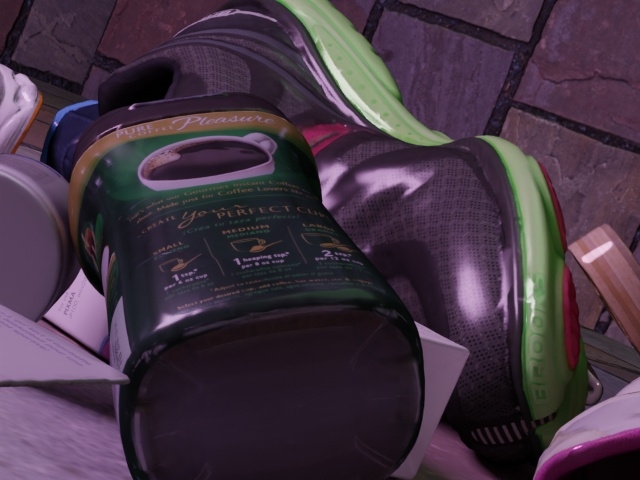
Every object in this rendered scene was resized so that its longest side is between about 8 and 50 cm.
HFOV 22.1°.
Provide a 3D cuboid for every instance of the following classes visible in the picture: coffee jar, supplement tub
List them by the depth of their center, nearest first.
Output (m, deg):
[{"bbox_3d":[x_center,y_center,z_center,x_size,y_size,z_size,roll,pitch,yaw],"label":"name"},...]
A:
[{"bbox_3d":[-0.033,0.013,0.566,0.096,0.079,0.184,-8,29,-10],"label":"coffee jar"},{"bbox_3d":[-0.130,0.001,0.642,0.071,0.071,0.107,23,3,-4],"label":"supplement tub"}]

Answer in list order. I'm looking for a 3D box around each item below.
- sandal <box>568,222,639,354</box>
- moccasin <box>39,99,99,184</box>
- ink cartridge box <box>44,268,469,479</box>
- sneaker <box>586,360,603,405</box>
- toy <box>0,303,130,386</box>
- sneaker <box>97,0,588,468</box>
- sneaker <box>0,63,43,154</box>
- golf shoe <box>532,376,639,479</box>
[{"bbox_3d":[0.172,0.112,0.797,0.240,0.079,0.088,57,6,1],"label":"sandal"},{"bbox_3d":[-0.041,-0.017,1.238,0.342,0.137,0.117,6,14,-23],"label":"moccasin"},{"bbox_3d":[-0.046,0.031,0.736,0.115,0.067,0.198,18,6,-45],"label":"ink cartridge box"},{"bbox_3d":[0.138,0.078,1.218,0.188,0.066,0.071,19,6,-37],"label":"sneaker"},{"bbox_3d":[-0.163,0.019,0.295,0.137,0.056,0.237,29,11,29],"label":"toy"},{"bbox_3d":[0.000,0.000,0.986,0.202,0.185,0.483,-22,33,-16],"label":"sneaker"},{"bbox_3d":[-0.305,-0.137,1.217,0.121,0.099,0.262,37,-7,-37],"label":"sneaker"},{"bbox_3d":[0.218,0.139,0.629,0.306,0.115,0.140,17,10,35],"label":"golf shoe"}]
